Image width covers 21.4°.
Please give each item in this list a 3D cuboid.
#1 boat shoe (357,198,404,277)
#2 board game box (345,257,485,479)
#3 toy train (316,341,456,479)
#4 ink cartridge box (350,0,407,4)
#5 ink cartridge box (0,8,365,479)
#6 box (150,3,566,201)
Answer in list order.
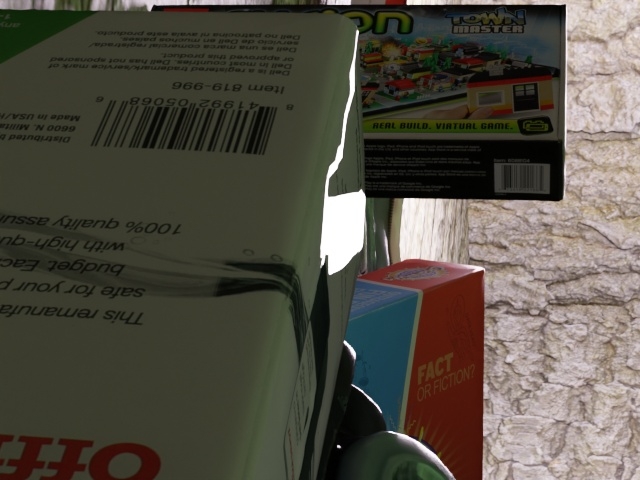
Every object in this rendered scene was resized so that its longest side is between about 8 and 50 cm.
[{"bbox_3d":[0.000,0.000,1.221,0.099,0.116,0.319,12,85,-38],"label":"boat shoe"},{"bbox_3d":[0.023,0.188,1.099,0.242,0.064,0.317,-17,110,-55],"label":"board game box"},{"bbox_3d":[-0.058,0.134,0.531,0.190,0.142,0.334,48,33,-20],"label":"toy train"},{"bbox_3d":[0.041,-0.149,1.404,0.232,0.066,0.189,85,10,-60],"label":"ink cartridge box"},{"bbox_3d":[-0.075,0.028,0.422,0.208,0.153,0.087,-76,166,-53],"label":"ink cartridge box"},{"bbox_3d":[0.012,-0.067,0.798,0.114,0.207,0.036,-80,168,-49],"label":"box"}]
